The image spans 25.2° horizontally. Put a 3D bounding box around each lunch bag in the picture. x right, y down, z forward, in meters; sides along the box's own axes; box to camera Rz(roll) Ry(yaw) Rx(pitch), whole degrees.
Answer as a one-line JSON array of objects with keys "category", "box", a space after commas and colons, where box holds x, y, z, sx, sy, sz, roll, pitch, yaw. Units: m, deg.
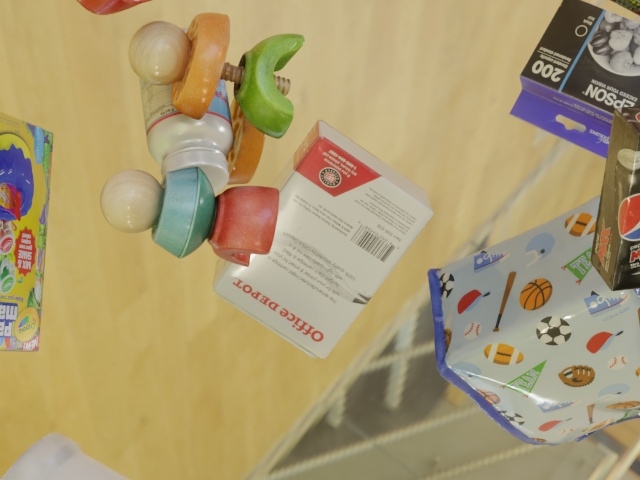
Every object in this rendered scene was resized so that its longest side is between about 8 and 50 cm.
[{"category": "lunch bag", "box": [0.390, 0.141, 2.080, 0.327, 0.239, 0.385, -26, 132, 27]}]

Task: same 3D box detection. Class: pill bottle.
[{"category": "pill bottle", "box": [-0.134, -0.126, 1.431, 0.087, 0.160, 0.087, -8, 153, -4]}]

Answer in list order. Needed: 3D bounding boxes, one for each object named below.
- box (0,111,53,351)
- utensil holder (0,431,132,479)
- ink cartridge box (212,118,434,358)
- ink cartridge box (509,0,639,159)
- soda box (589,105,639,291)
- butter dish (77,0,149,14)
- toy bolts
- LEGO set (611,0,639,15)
[{"category": "box", "box": [-0.456, -0.015, 1.650, 0.290, 0.177, 0.279, 18, 74, -75]}, {"category": "utensil holder", "box": [-0.221, 0.454, 1.626, 0.328, 0.385, 0.327, -60, 173, -13]}, {"category": "ink cartridge box", "box": [0.000, 0.000, 2.028, 0.273, 0.197, 0.114, -54, -169, 13]}, {"category": "ink cartridge box", "box": [0.416, -0.250, 2.192, 0.208, 0.206, 0.045, -62, 151, -1]}, {"category": "soda box", "box": [0.295, -0.038, 1.327, 0.053, 0.060, 0.169, -5, 122, -12]}, {"category": "butter dish", "box": [-0.203, -0.270, 1.330, 0.118, 0.160, 0.160, -40, 178, 37]}, {"category": "toy bolts", "box": [-0.128, -0.087, 1.375, 0.218, 0.158, 0.229, 139, -40, -66]}, {"category": "LEGO set", "box": [0.322, -0.375, 1.523, 0.255, 0.331, 0.192, -56, -178, -3]}]
